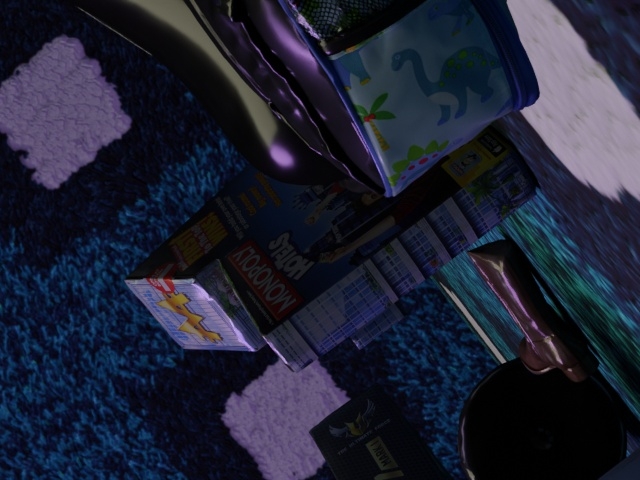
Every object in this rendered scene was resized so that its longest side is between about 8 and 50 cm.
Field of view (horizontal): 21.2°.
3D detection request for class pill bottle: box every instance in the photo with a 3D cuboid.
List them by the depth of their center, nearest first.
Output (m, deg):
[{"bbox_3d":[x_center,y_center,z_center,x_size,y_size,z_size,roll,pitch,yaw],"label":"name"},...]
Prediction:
[{"bbox_3d":[0.169,0.155,1.313,0.123,0.123,0.219,52,180,11],"label":"pill bottle"}]

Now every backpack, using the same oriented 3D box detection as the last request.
[{"bbox_3d":[0.007,-0.074,0.403,0.114,0.084,0.105,58,178,-33],"label":"backpack"}]

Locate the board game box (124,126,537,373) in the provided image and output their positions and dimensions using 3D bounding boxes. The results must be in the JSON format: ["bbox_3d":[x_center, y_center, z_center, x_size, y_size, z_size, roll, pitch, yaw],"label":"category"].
[{"bbox_3d":[0.000,0.000,0.877,0.060,0.194,0.194,52,-179,-27],"label":"board game box"}]

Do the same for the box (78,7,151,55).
[{"bbox_3d":[-0.053,-0.121,1.188,0.184,0.045,0.191,31,-172,18],"label":"box"}]

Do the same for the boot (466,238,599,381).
[{"bbox_3d":[0.133,0.041,1.159,0.114,0.037,0.106,49,168,-14],"label":"boot"}]

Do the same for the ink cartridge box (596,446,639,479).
[{"bbox_3d":[0.266,0.288,1.060,0.306,0.131,0.226,52,180,20],"label":"ink cartridge box"}]

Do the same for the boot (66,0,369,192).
[{"bbox_3d":[-0.147,-0.113,0.715,0.348,0.260,0.131,53,163,6],"label":"boot"}]

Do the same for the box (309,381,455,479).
[{"bbox_3d":[0.097,0.217,1.033,0.232,0.059,0.183,54,-178,-40],"label":"box"}]
